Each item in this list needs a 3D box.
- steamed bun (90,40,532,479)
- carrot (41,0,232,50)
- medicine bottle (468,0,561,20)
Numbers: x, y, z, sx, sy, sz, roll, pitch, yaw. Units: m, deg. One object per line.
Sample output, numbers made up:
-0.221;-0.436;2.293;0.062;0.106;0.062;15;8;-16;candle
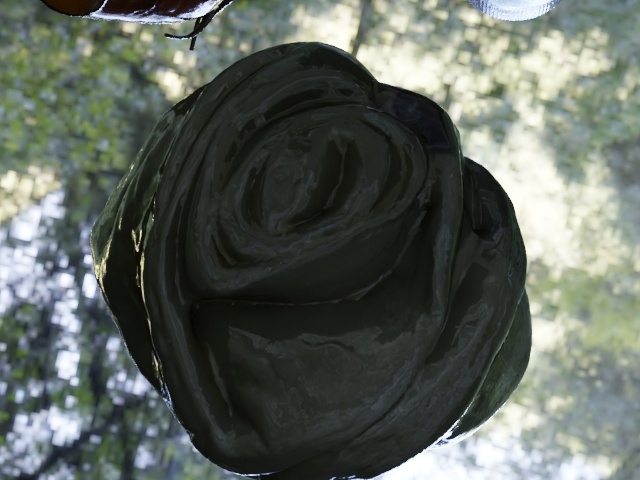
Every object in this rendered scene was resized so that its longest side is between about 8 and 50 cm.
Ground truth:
0.000;0.000;1.205;0.342;0.255;0.368;-33;-110;-30;steamed bun
-0.196;-0.349;1.782;0.331;0.193;0.214;-9;-114;-41;carrot
0.174;-0.281;1.303;0.139;0.139;0.225;16;172;7;medicine bottle
